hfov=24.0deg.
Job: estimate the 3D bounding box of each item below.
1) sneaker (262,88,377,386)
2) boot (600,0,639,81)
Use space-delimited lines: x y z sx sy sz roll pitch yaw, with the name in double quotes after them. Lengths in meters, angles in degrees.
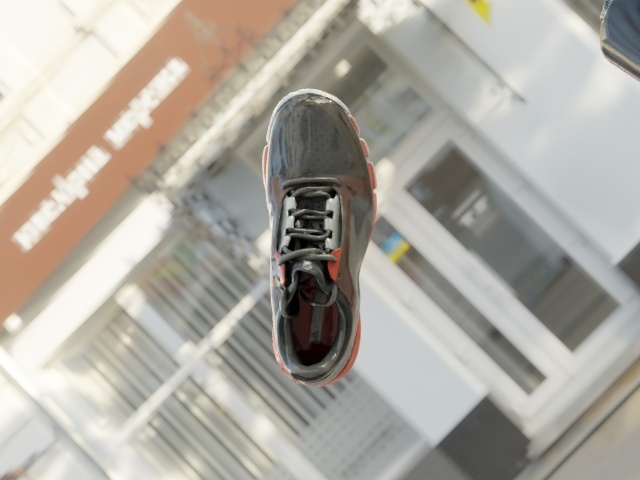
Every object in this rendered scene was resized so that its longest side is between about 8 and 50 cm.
0.000 0.000 0.775 0.061 0.158 0.065 -4 3 4 "sneaker"
0.242 -0.067 0.898 0.094 0.207 0.246 13 -67 -42 "boot"
